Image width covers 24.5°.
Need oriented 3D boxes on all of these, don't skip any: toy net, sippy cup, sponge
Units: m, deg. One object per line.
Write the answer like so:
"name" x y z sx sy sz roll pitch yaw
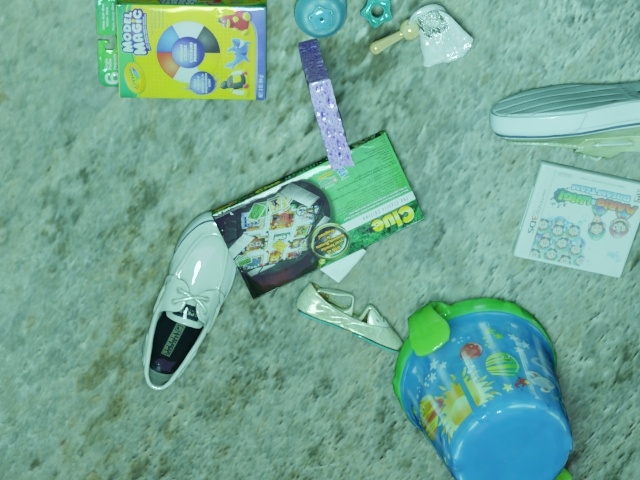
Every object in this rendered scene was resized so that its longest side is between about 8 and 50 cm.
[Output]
"toy net" 0.087 -0.297 1.898 0.232 0.045 0.122 13 112 -8
"sippy cup" 0.235 0.232 2.019 0.306 0.224 0.240 14 114 -16
"sponge" 0.006 -0.174 1.860 0.031 0.210 0.117 -16 112 3

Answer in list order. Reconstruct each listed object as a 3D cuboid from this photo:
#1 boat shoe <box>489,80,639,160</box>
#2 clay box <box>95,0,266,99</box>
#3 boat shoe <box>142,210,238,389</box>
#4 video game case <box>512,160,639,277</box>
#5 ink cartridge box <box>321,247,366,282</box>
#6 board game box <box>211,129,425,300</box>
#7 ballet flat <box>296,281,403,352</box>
"boat shoe" 0.373 -0.150 1.932 0.302 0.109 0.094 -5 116 -1
"clay box" -0.180 -0.249 1.909 0.222 0.053 0.127 0 114 -2
"boat shoe" -0.184 0.088 2.041 0.096 0.088 0.267 25 112 -11
"video game case" 0.359 -0.028 2.033 0.157 0.019 0.143 11 114 -6
"ink cartridge box" 0.000 0.000 2.036 0.115 0.029 0.063 36 109 -13
"board game box" -0.002 -0.034 1.992 0.260 0.030 0.136 -25 103 0
"ballet flat" 0.049 0.106 2.072 0.168 0.057 0.052 22 102 -10
